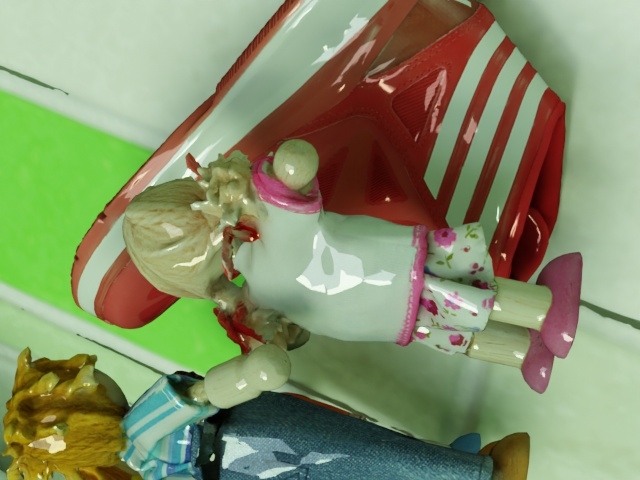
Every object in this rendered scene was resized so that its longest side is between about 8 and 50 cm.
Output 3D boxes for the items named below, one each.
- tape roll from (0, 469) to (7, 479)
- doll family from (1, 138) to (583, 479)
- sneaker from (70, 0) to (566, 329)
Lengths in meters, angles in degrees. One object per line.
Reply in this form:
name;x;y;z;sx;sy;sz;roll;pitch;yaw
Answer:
tape roll;-0.256;0.230;0.682;0.100;0.286;0.286;34;134;8
doll family;-0.020;0.076;0.457;0.163;0.118;0.263;11;152;1
sneaker;0.000;0.000;0.488;0.128;0.087;0.221;44;135;-1
